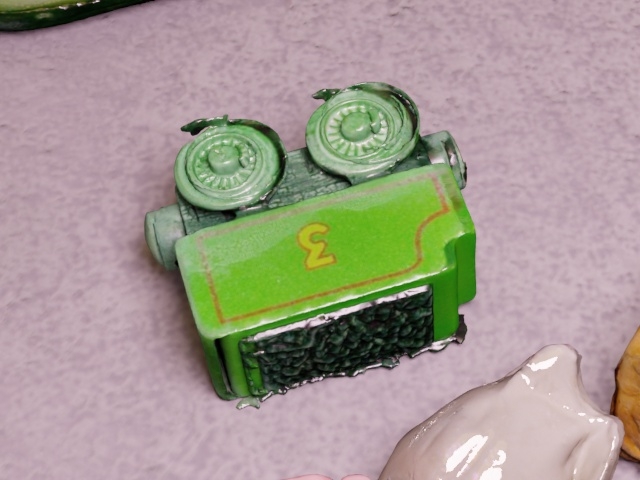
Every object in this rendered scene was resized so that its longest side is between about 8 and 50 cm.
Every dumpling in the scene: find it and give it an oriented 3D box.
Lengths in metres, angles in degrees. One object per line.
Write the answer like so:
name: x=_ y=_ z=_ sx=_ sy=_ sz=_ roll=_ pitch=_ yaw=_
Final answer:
dumpling: x=0.117 y=0.161 z=1.096 sx=0.136 sy=0.118 sz=0.199 roll=45 pitch=99 yaw=16

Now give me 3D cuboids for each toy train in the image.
toy train: x=0.000 y=0.000 z=1.212 sx=0.243 sy=0.132 sz=0.188 roll=-17 pitch=59 yaw=-6

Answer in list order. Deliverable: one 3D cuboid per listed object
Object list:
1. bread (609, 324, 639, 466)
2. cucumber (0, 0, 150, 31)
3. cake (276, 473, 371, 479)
bread: x=0.283 y=0.095 z=1.105 sx=0.143 sy=0.158 sz=0.149 roll=27 pitch=64 yaw=20
cucumber: x=-0.211 y=-0.232 z=1.435 sx=0.244 sy=0.063 sz=0.115 roll=-13 pitch=62 yaw=-6
cake: x=-0.063 y=0.319 z=0.870 sx=0.293 sy=0.314 sz=0.307 roll=-6 pitch=55 yaw=1
